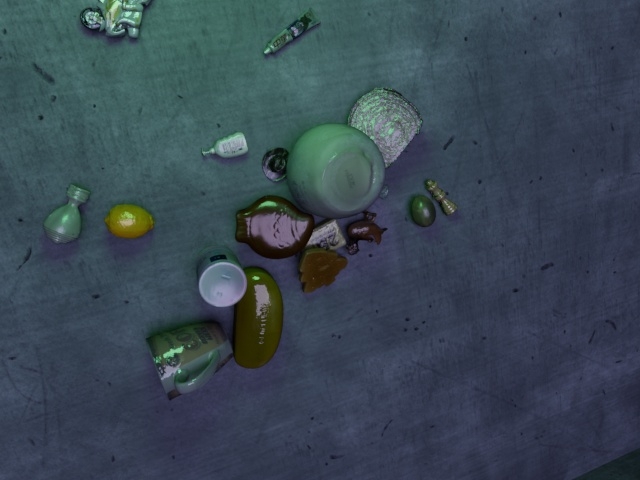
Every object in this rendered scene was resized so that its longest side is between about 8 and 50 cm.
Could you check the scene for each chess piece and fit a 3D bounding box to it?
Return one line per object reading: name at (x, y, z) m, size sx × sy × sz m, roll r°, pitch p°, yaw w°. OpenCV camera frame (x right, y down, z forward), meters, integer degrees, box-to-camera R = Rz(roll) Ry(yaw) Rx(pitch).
chess piece at (0.484, -0.179, 1.796) m, size 0.060 × 0.060 × 0.172 m, roll -46°, pitch 109°, yaw -3°

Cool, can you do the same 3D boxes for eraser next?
eraser at (0.000, 0.000, 1.678) m, size 0.172 × 0.058 × 0.117 m, roll -27°, pitch 109°, yaw -10°

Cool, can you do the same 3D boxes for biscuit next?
biscuit at (-0.008, 0.099, 1.663) m, size 0.212 × 0.041 × 0.239 m, roll -35°, pitch 138°, yaw 1°

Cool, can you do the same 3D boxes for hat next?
hat at (-0.150, -0.269, 1.573) m, size 0.121 × 0.050 × 0.121 m, roll -5°, pitch 107°, yaw -17°

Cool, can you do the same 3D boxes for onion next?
onion at (0.225, -0.420, 1.637) m, size 0.247 × 0.111 × 0.250 m, roll 41°, pitch 99°, yaw 1°

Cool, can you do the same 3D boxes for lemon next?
lemon at (-0.617, -0.061, 1.438) m, size 0.155 × 0.114 × 0.114 m, roll 6°, pitch 101°, yaw -31°

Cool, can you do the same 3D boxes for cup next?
cup at (-0.430, 0.401, 1.512) m, size 0.257 × 0.301 × 0.227 m, roll -23°, pitch 113°, yaw -21°

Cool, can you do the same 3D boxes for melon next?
melon at (0.408, -0.115, 1.761) m, size 0.098 × 0.098 × 0.131 m, roll -25°, pitch 106°, yaw -11°

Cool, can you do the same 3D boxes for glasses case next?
glasses case at (-0.227, 0.288, 1.627) m, size 0.173 × 0.141 × 0.371 m, roll 2°, pitch 102°, yaw -19°

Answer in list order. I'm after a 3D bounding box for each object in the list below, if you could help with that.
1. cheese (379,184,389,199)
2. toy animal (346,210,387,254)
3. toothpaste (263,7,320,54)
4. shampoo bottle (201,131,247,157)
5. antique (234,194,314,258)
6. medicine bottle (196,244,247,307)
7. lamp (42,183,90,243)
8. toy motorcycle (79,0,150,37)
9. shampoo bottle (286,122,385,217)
cheese at (0.207, -0.198, 1.716) m, size 0.120 × 0.026 × 0.067 m, roll 12°, pitch 99°, yaw -20°
toy animal at (0.181, -0.022, 1.718) m, size 0.188 × 0.089 × 0.179 m, roll 11°, pitch 96°, yaw -33°
toothpaste at (-0.102, -0.699, 1.498) m, size 0.233 × 0.038 × 0.060 m, roll -41°, pitch 113°, yaw -8°
shampoo bottle at (-0.328, -0.313, 1.508) m, size 0.152 × 0.045 × 0.077 m, roll -21°, pitch 110°, yaw -14°
antique at (-0.161, -0.049, 1.563) m, size 0.278 × 0.129 × 0.224 m, roll -3°, pitch 98°, yaw -7°
medicine bottle at (-0.338, 0.112, 1.489) m, size 0.152 × 0.254 × 0.152 m, roll -4°, pitch 103°, yaw -17°
lamp at (-0.789, -0.079, 1.390) m, size 0.106 × 0.106 × 0.193 m, roll 26°, pitch 84°, yaw -21°
toy motorcycle at (-0.592, -0.686, 1.325) m, size 0.229 × 0.074 × 0.151 m, roll -45°, pitch 114°, yaw -5°
shampoo bottle at (0.052, -0.232, 1.497) m, size 0.322 × 0.317 × 0.323 m, roll -7°, pitch 105°, yaw -25°
